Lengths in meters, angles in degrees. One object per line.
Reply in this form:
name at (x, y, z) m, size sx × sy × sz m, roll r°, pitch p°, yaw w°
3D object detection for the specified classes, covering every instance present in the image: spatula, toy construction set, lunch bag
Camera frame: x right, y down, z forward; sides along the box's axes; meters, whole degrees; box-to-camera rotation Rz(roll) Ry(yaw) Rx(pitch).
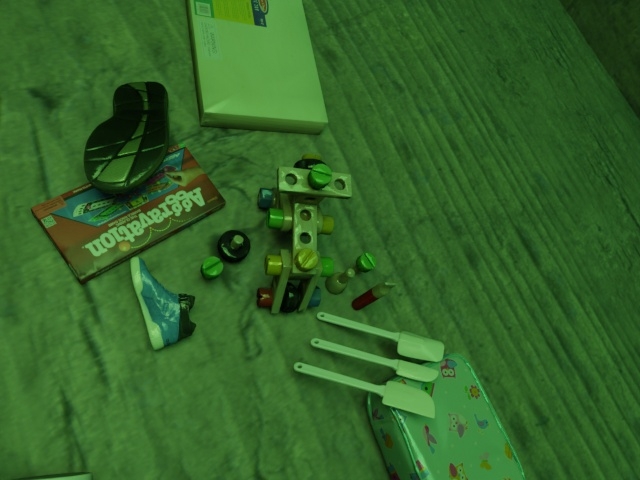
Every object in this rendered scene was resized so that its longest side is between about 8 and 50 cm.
spatula at (0.089, 0.204, 0.826) m, size 0.241 × 0.019 × 0.168 m, roll 13°, pitch 43°, yaw 12°
toy construction set at (0.000, 0.000, 0.815) m, size 0.308 × 0.237 × 0.258 m, roll 30°, pitch 59°, yaw -10°
lunch bag at (0.224, 0.356, 0.839) m, size 0.223 × 0.108 × 0.279 m, roll -16°, pitch 75°, yaw -30°

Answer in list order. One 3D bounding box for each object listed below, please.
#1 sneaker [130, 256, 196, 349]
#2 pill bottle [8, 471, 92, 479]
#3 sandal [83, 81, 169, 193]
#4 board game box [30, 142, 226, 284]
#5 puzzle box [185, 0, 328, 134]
sneaker at (-0.251, 0.091, 0.766) m, size 0.084 × 0.058 × 0.152 m, roll -17°, pitch 80°, yaw -23°
pill bottle at (-0.336, 0.396, 0.562) m, size 0.119 × 0.119 × 0.209 m, roll 6°, pitch 66°, yaw -22°
sandal at (-0.316, -0.178, 0.821) m, size 0.120 × 0.086 × 0.303 m, roll 4°, pitch 43°, yaw -9°
board game box at (-0.320, -0.057, 0.820) m, size 0.281 × 0.027 × 0.145 m, roll -35°, pitch 86°, yaw -32°
puzzle box at (-0.147, -0.428, 1.043) m, size 0.271 × 0.052 × 0.410 m, roll -2°, pitch 69°, yaw -24°
